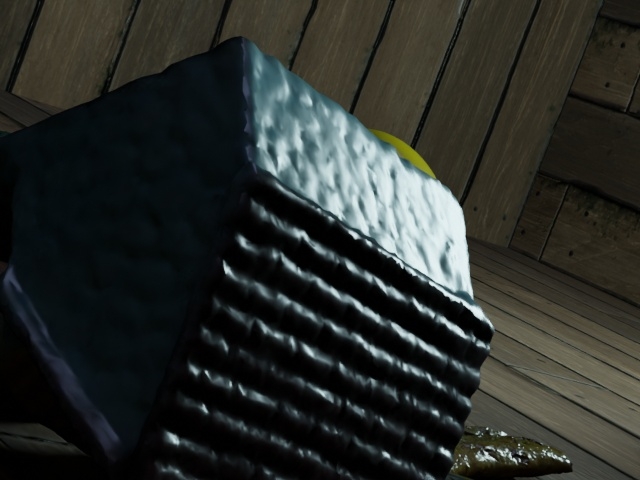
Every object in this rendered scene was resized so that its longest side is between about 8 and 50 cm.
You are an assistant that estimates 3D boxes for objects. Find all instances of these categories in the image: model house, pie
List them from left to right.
[{"bbox_3d":[-0.048,0.080,0.905,0.230,0.248,0.280,-19,-30,29],"label":"model house"},{"bbox_3d":[0.122,0.164,1.314,0.170,0.034,0.092,8,14,-40],"label":"pie"}]

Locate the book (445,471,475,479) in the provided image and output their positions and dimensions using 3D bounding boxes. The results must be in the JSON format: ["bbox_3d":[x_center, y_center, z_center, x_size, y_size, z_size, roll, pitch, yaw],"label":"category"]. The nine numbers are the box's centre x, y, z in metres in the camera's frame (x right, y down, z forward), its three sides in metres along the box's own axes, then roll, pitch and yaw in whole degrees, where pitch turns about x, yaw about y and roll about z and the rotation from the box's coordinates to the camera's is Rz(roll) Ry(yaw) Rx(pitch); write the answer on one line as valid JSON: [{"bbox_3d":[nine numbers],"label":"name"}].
[{"bbox_3d":[0.138,0.198,1.158,0.192,0.013,0.168,19,5,-19],"label":"book"}]

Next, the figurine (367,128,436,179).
[{"bbox_3d":[0.000,0.000,1.519,0.187,0.215,0.344,19,7,23],"label":"figurine"}]

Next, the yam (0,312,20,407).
[{"bbox_3d":[-0.222,0.052,0.999,0.169,0.068,0.068,19,6,-4],"label":"yam"}]

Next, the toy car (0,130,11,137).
[{"bbox_3d":[-0.243,-0.041,1.615,0.141,0.097,0.321,21,5,3],"label":"toy car"}]
